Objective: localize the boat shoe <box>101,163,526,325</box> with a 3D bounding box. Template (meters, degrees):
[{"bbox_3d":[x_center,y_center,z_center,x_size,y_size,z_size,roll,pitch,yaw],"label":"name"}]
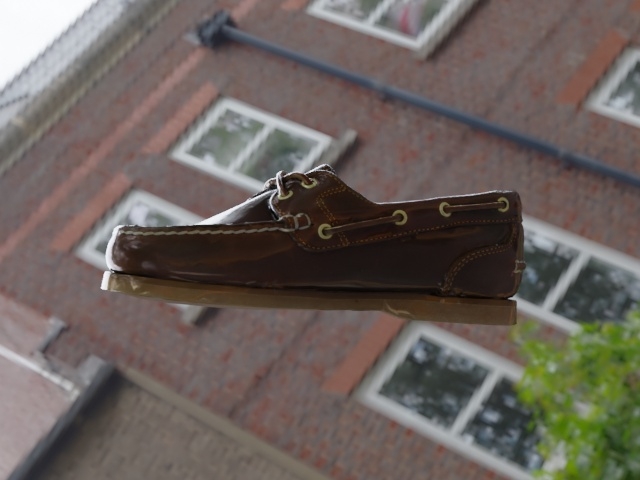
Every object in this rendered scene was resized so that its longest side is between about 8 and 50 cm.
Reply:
[{"bbox_3d":[0.000,0.000,0.671,0.207,0.073,0.073,3,-87,-20],"label":"boat shoe"}]
